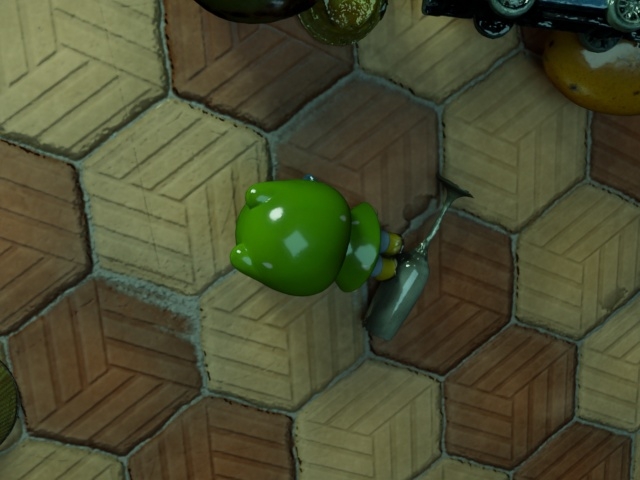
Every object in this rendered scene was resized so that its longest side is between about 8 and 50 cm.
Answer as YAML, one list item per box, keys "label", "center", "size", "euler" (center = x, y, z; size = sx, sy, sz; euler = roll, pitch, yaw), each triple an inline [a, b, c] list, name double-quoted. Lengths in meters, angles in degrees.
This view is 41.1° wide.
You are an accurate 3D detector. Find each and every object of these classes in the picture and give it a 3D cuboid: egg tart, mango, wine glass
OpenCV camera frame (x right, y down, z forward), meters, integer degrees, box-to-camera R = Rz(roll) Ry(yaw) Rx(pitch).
- label: "egg tart"
  center: [0.029, -0.316, 1.106]
  size: [0.130, 0.052, 0.130]
  euler: [-5, 110, -15]
- label: "mango"
  center: [0.449, -0.273, 1.217]
  size: [0.290, 0.160, 0.191]
  euler: [-14, 120, -10]
- label: "wine glass"
  center: [0.137, 0.032, 1.253]
  size: [0.074, 0.074, 0.262]
  euler: [23, 100, -25]

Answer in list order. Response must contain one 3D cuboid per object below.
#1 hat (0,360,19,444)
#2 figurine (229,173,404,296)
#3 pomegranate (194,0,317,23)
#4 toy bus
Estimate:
- label: "hat"
  center: [-0.484, 0.228, 1.086]
  size: [0.193, 0.082, 0.193]
  euler: [-7, 110, -19]
- label: "figurine"
  center: [0.000, 0.000, 1.160]
  size: [0.263, 0.143, 0.162]
  euler: [12, 100, -35]
- label: "pomegranate"
  center: [-0.079, -0.397, 0.941]
  size: [0.242, 0.242, 0.306]
  euler: [-18, 110, -14]
- label: "toy bus"
  center: [0.293, -0.353, 1.066]
  size: [0.312, 0.152, 0.190]
  euler: [8, 92, 1]
